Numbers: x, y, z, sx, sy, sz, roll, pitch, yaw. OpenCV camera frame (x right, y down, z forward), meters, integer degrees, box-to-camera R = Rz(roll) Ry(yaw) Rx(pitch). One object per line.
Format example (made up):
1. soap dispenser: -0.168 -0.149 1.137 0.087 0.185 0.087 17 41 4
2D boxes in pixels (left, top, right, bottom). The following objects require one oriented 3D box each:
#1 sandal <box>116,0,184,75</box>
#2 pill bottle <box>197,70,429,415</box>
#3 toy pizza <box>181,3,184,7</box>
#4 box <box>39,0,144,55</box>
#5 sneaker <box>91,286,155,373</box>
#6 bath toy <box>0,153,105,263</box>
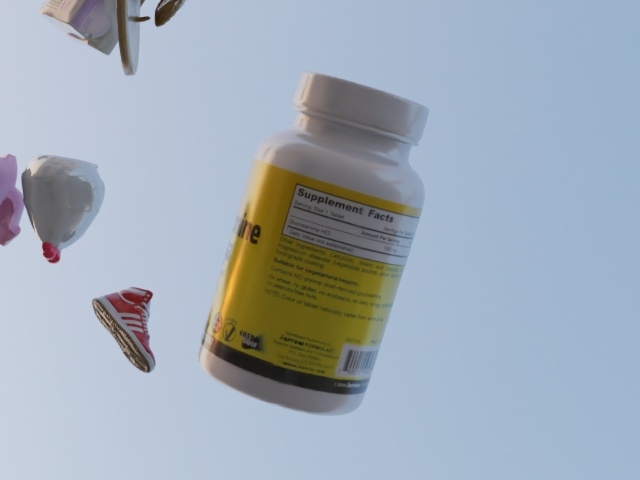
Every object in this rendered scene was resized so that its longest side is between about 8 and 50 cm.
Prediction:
1. sandal: -0.114 -0.243 0.827 0.079 0.088 0.240 1 -70 -3
2. pill bottle: 0.000 0.000 1.144 0.188 0.188 0.333 18 -85 13
3. toy pizza: -0.128 -0.312 0.976 0.032 0.201 0.201 -1 -67 5
4. box: -0.169 -0.344 1.119 0.067 0.063 0.324 27 -98 39
5. sneaker: -0.214 0.101 1.284 0.118 0.067 0.042 48 -39 23
6. bath toy: -0.426 -0.048 1.316 0.348 0.151 0.129 6 -92 16
